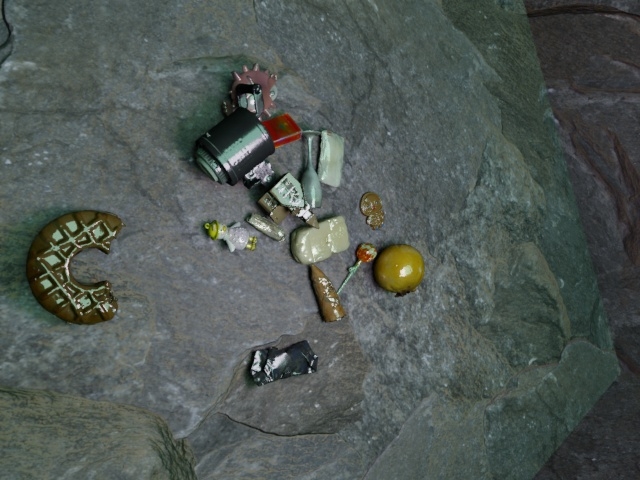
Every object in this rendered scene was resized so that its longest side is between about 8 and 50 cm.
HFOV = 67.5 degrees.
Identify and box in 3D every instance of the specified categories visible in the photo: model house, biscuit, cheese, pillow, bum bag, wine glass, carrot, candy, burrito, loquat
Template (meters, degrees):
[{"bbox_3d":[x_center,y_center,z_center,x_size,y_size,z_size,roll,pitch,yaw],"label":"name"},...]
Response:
[{"bbox_3d":[-0.102,-0.118,1.847,0.176,0.181,0.248,-45,101,-7],"label":"model house"},{"bbox_3d":[0.240,-0.135,2.166,0.124,0.026,0.175,-28,104,-29],"label":"biscuit"},{"bbox_3d":[-0.001,0.000,1.977,0.263,0.093,0.159,-21,98,-29],"label":"cheese"},{"bbox_3d":[0.044,-0.345,2.032,0.128,0.051,0.229,7,87,-39],"label":"pillow"},{"bbox_3d":[-0.138,0.480,1.895,0.310,0.074,0.137,-2,78,-39],"label":"bum bag"},{"bbox_3d":[-0.010,-0.285,1.872,0.096,0.264,0.310,-1,90,-23],"label":"wine glass"},{"bbox_3d":[0.016,0.215,1.987,0.102,0.102,0.263,-29,101,-29],"label":"carrot"},{"bbox_3d":[0.144,0.130,2.091,0.078,0.084,0.288,41,79,-22],"label":"candy"},{"bbox_3d":[-0.205,-0.050,1.877,0.188,0.045,0.058,33,98,-30],"label":"burrito"},{"bbox_3d":[-0.758,0.083,1.488,0.268,0.115,0.366,4,86,-32],"label":"biscuit"},{"bbox_3d":[0.352,0.133,2.119,0.243,0.244,0.244,0,89,-32],"label":"loquat"}]

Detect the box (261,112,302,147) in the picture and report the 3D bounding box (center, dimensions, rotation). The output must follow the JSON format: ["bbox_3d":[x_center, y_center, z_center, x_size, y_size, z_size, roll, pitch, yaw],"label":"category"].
[{"bbox_3d":[-0.172,-0.423,1.870,0.175,0.048,0.112,-27,68,-28],"label":"box"}]

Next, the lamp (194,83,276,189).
[{"bbox_3d":[-0.312,-0.336,1.697,0.272,0.205,0.374,-25,118,-25],"label":"lamp"}]

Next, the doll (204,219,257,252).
[{"bbox_3d":[-0.334,-0.020,1.775,0.207,0.081,0.129,23,59,-28],"label":"doll"}]

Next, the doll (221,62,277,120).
[{"bbox_3d":[-0.263,-0.554,1.815,0.262,0.093,0.211,-36,118,-23],"label":"doll"}]
